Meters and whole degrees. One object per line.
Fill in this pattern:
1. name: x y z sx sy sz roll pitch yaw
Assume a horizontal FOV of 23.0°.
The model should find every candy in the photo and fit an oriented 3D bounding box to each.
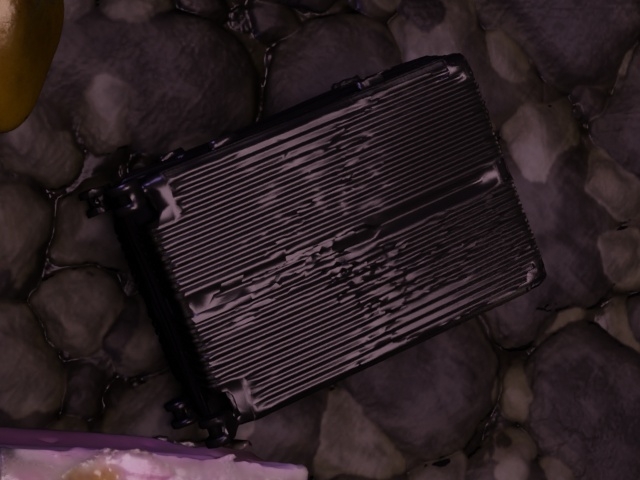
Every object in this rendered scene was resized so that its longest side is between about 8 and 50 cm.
1. candy: -0.151 0.214 1.255 0.265 0.155 0.115 9 88 -27

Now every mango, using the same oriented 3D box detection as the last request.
1. mango: -0.250 -0.164 1.250 0.103 0.076 0.161 -25 123 -69

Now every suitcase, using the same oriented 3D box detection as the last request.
1. suitcase: 0.000 0.000 1.319 0.335 0.152 0.229 -24 99 -18
